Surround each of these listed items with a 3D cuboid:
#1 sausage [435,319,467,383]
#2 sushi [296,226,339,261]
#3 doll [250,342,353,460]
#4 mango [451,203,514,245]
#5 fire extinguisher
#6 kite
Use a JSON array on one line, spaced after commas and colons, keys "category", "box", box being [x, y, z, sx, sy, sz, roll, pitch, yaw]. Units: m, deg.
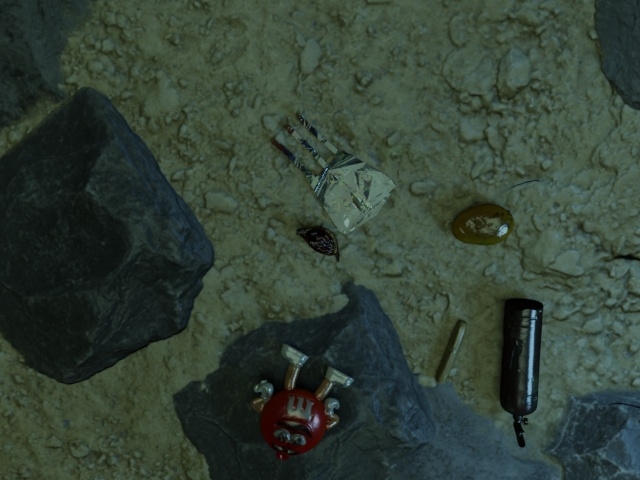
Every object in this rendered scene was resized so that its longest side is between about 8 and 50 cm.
[{"category": "sausage", "box": [0.256, 0.217, 1.338, 0.024, 0.024, 0.132, 19, 102, 0]}, {"category": "sushi", "box": [0.000, 0.000, 1.306, 0.099, 0.047, 0.050, 26, 98, -2]}, {"category": "doll", "box": [-0.051, 0.332, 1.352, 0.183, 0.085, 0.217, 26, 92, -2]}, {"category": "mango", "box": [0.301, -0.028, 1.278, 0.114, 0.057, 0.078, -12, 103, 14]}, {"category": "fire extinguisher", "box": [0.380, 0.249, 1.302, 0.072, 0.089, 0.267, 1, 100, 2]}, {"category": "kite", "box": [0.018, -0.131, 1.297, 0.245, 0.015, 0.141, 44, 99, -8]}]
